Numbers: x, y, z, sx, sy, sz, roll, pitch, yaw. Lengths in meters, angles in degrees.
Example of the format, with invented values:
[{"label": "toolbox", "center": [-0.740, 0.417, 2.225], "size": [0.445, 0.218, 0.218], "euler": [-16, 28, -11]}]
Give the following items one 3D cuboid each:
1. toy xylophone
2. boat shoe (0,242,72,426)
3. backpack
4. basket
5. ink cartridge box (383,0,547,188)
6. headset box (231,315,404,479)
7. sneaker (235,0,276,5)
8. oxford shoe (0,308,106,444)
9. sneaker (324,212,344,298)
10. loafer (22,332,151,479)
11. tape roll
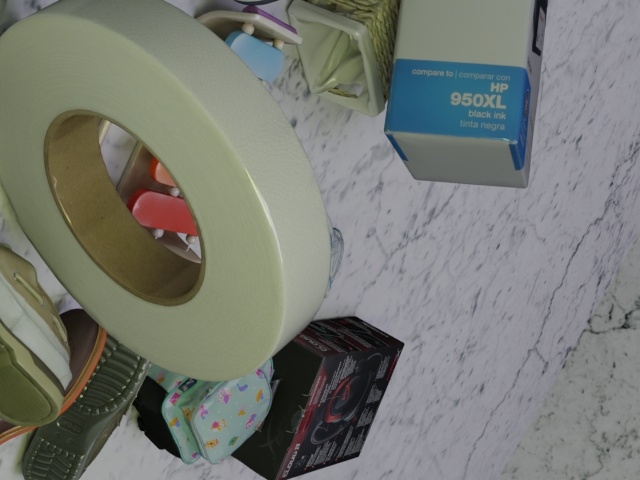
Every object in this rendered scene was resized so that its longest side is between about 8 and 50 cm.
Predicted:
[{"label": "toy xylophone", "center": [-0.151, -0.124, 1.474], "size": [0.236, 0.081, 0.322], "euler": [-1, 116, -59]}, {"label": "boat shoe", "center": [-0.343, 0.053, 1.280], "size": [0.103, 0.113, 0.302], "euler": [-82, 156, -47]}, {"label": "backpack", "center": [-0.144, 0.188, 1.706], "size": [0.188, 0.144, 0.166], "euler": [-50, 145, -28]}, {"label": "basket", "center": [0.043, -0.258, 1.654], "size": [0.103, 0.113, 0.167], "euler": [-54, 152, -23]}, {"label": "ink cartridge box", "center": [0.200, -0.289, 1.647], "size": [0.285, 0.166, 0.394], "euler": [36, 60, -76]}, {"label": "headset box", "center": [-0.014, 0.243, 2.009], "size": [0.293, 0.110, 0.218], "euler": [-2, 116, -59]}, {"label": "sneaker", "center": [0.008, -0.337, 1.504], "size": [0.321, 0.126, 0.127], "euler": [-45, 143, -32]}, {"label": "oxford shoe", "center": [-0.341, 0.154, 1.392], "size": [0.271, 0.097, 0.098], "euler": [-45, 142, -30]}, {"label": "sneaker", "center": [0.000, 0.000, 1.873], "size": [0.083, 0.071, 0.190], "euler": [-54, 161, -29]}, {"label": "loafer", "center": [-0.277, 0.190, 1.557], "size": [0.251, 0.094, 0.087], "euler": [-57, 178, 10]}, {"label": "tape roll", "center": [-0.161, -0.045, 1.203], "size": [0.072, 0.392, 0.392], "euler": [-40, 145, -37]}]
